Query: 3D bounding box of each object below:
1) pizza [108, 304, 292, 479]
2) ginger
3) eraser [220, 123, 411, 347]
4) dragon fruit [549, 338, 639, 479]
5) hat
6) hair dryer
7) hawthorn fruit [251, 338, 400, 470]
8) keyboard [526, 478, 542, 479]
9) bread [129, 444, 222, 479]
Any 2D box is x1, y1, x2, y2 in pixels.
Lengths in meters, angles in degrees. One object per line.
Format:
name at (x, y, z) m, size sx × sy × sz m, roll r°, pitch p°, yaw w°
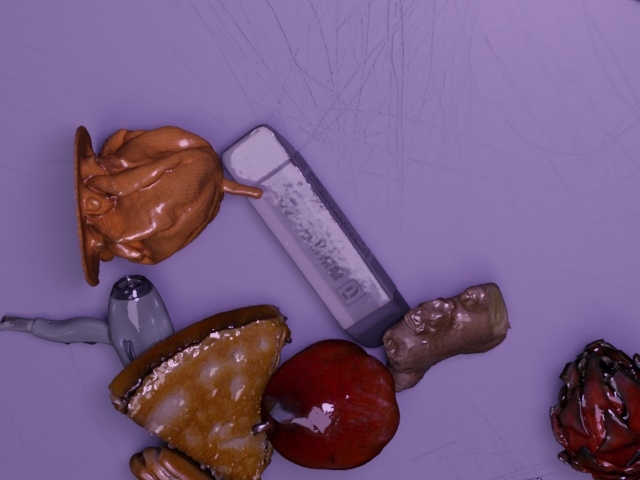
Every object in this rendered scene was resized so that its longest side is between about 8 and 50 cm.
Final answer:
pizza at (-0.123, 0.206, 1.604) m, size 0.251 × 0.074 × 0.288 m, roll -45°, pitch 123°, yaw -1°
ginger at (0.153, 0.129, 1.549) m, size 0.213 × 0.074 × 0.137 m, roll -28°, pitch 131°, yaw 21°
eraser at (0.000, 0.000, 1.547) m, size 0.089 × 0.061 × 0.352 m, roll -34°, pitch 99°, yaw 14°
dragon fruit at (0.389, 0.233, 1.516) m, size 0.188 × 0.182 × 0.182 m, roll 31°, pitch 107°, yaw -9°
hat at (-0.191, -0.047, 1.490) m, size 0.233 × 0.233 × 0.244 m, roll -3°, pitch 124°, yaw -5°
hair dryer at (-0.310, 0.177, 1.639) m, size 0.267 × 0.092 × 0.229 m, roll -16°, pitch 110°, yaw 25°
hawthorn fruit at (0.002, 0.230, 1.538) m, size 0.202 × 0.185 × 0.185 m, roll -12°, pitch 108°, yaw -27°
keyboard at (0.215, 0.397, 1.659) m, size 0.231 × 0.023 × 0.072 m, roll -11°, pitch 102°, yaw 9°
bread at (-0.185, 0.365, 1.651) m, size 0.200 × 0.116 × 0.077 m, roll 41°, pitch 87°, yaw -8°
